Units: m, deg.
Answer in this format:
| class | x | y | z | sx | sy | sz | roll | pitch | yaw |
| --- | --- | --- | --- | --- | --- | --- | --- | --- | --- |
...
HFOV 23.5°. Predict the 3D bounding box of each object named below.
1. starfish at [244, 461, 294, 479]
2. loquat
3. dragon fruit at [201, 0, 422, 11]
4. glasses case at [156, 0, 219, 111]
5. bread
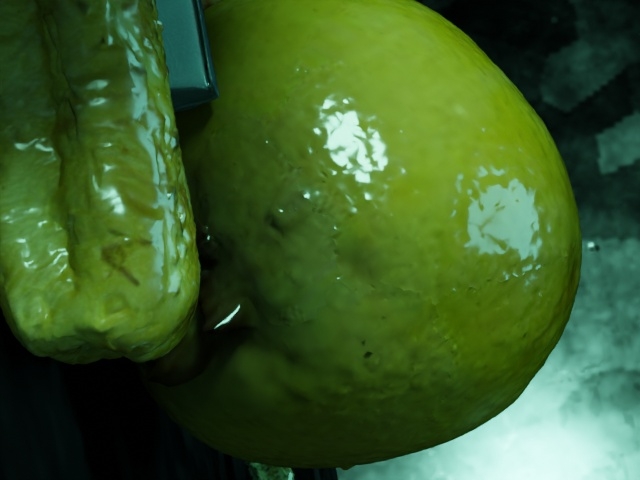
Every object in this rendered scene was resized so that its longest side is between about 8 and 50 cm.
| class | x | y | z | sx | sy | sz | roll | pitch | yaw |
| --- | --- | --- | --- | --- | --- | --- | --- | --- | --- |
| starfish | -0.017 | 0.290 | 1.179 | 0.358 | 0.078 | 0.347 | -99 | 180 | -50 |
| loquat | 0.000 | 0.000 | 0.846 | 0.275 | 0.275 | 0.275 | -12 | 90 | -88 |
| dragon fruit | -0.036 | -0.177 | 0.984 | 0.268 | 0.295 | 0.130 | -12 | 78 | -57 |
| glasses case | -0.125 | -0.187 | 0.762 | 0.056 | 0.105 | 0.266 | 143 | -61 | -64 |
| bread | -0.101 | -0.051 | 0.638 | 0.114 | 0.083 | 0.211 | 97 | -17 | -84 |
